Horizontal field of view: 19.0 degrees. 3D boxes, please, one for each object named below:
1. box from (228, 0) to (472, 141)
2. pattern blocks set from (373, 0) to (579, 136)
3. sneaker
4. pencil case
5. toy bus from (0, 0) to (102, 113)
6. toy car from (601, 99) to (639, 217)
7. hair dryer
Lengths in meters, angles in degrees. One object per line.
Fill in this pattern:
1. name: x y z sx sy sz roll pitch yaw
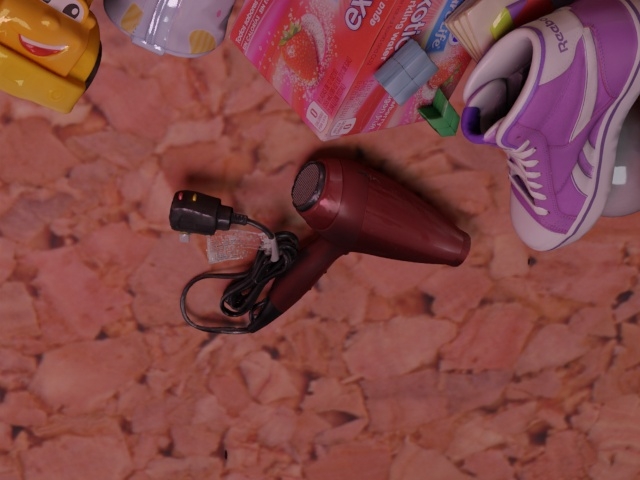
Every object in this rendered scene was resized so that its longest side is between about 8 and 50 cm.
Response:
1. box: 0.070 -0.244 1.564 0.154 0.142 0.300 -14 143 -43
2. pattern blocks set: 0.192 -0.214 1.585 0.325 0.026 0.285 -48 154 13
3. sneaker: 0.173 -0.088 1.635 0.161 0.102 0.282 -19 141 -28
4. pencil case: -0.085 -0.280 1.559 0.113 0.124 0.273 15 128 -18
5. toy bus: -0.210 -0.241 1.522 0.149 0.220 0.211 31 115 -33
6. toy car: 0.298 -0.101 1.759 0.238 0.210 0.219 -3 153 33
7. hair dryer: 0.000 0.000 1.866 0.293 0.080 0.223 -3 147 3
